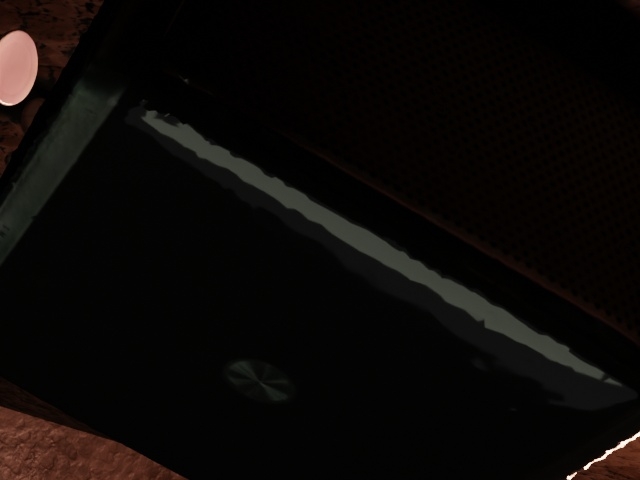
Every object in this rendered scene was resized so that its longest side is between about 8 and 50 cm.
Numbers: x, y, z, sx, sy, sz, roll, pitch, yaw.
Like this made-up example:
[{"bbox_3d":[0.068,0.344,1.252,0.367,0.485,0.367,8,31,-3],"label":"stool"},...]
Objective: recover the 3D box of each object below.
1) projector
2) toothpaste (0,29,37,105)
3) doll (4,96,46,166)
[{"bbox_3d":[0.000,0.000,1.115,0.405,0.242,0.395,30,142,-12],"label":"projector"},{"bbox_3d":[-0.375,-0.163,1.350,0.323,0.066,0.100,12,164,26],"label":"toothpaste"},{"bbox_3d":[-0.229,-0.074,1.512,0.114,0.085,0.152,-1,152,2],"label":"doll"}]
